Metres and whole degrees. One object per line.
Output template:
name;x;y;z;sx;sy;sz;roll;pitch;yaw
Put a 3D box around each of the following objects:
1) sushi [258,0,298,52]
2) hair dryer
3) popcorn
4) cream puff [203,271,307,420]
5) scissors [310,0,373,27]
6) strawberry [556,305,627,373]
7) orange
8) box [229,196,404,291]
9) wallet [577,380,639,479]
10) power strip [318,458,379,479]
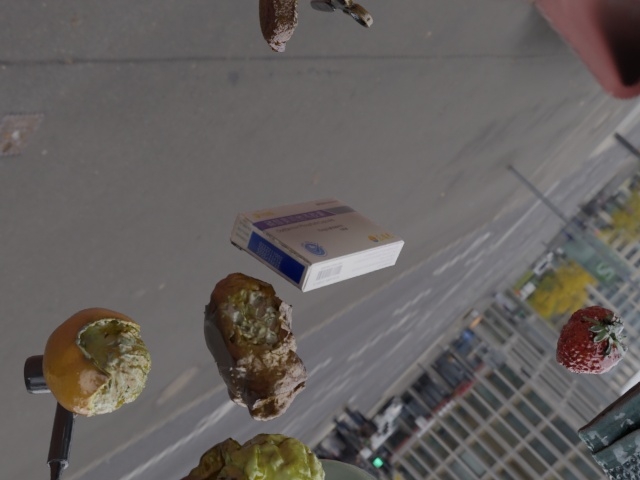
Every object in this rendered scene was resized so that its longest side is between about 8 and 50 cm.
sushi;-0.063;-0.361;1.375;0.055;0.120;0.052;-1;171;-31
hair dryer;-0.429;0.284;1.421;0.256;0.128;0.070;-94;180;-48
popcorn;-0.119;0.411;1.376;0.237;0.251;0.206;111;-18;-57
cream puff;-0.124;0.188;1.583;0.154;0.269;0.241;-8;175;-20
scissors;0.019;-0.367;1.365;0.017;0.088;0.220;-49;-158;0
strawberry;0.503;0.188;1.664;0.131;0.131;0.148;-37;-162;-35
orange;-0.313;0.168;1.237;0.156;0.156;0.134;-38;164;-31
box;0.000;0.000;1.780;0.343;0.200;0.065;-13;131;-54
wallet;0.539;0.320;1.158;0.237;0.342;0.075;-40;178;9
power strip;0.002;0.636;1.850;0.357;0.357;0.161;-44;159;-4
